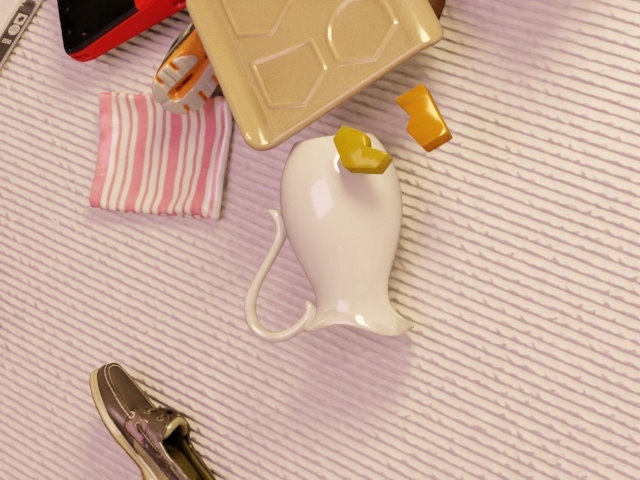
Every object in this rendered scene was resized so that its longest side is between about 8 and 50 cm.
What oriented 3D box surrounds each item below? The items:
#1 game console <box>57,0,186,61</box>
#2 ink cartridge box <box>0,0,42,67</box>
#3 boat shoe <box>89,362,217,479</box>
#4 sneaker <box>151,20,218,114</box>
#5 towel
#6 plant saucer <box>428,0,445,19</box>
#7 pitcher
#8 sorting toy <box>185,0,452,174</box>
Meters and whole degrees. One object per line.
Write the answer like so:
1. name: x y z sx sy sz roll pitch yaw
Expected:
1. game console: -0.205 -0.440 1.835 0.342 0.060 0.386 -24 69 41
2. ink cartridge box: -0.443 -0.331 2.018 0.206 0.045 0.208 46 111 28
3. boat shoe: -0.180 0.224 1.790 0.073 0.080 0.223 -40 71 21
4. sneaker: -0.107 -0.234 1.756 0.215 0.084 0.083 -37 23 23
5. towel: -0.188 -0.100 1.838 0.197 0.029 0.144 6 92 35
6. plant saucer: 0.050 -0.269 1.660 0.168 0.029 0.168 2 94 26
7. pitcher: 0.000 0.000 1.630 0.177 0.125 0.207 -6 90 8
8. sorting toy: 0.010 -0.187 1.602 0.229 0.041 0.307 -30 64 13
